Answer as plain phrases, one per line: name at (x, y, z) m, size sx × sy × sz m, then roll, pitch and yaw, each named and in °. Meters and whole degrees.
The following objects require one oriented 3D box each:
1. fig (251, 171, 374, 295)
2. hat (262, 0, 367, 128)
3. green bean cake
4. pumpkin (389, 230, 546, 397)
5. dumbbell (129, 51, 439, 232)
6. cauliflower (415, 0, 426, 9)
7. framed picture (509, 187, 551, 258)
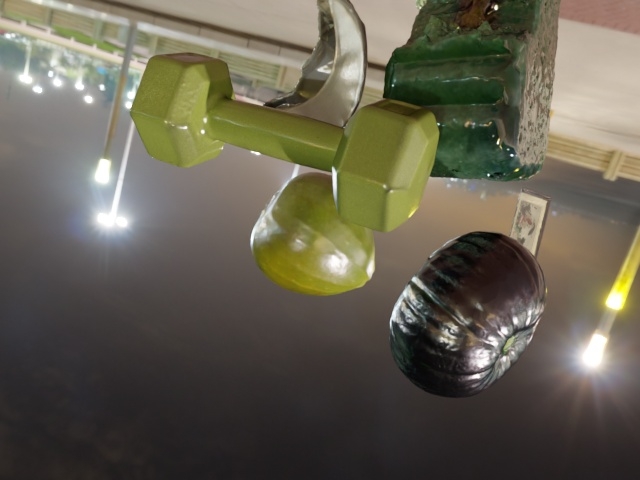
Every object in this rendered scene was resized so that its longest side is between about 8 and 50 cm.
fig at (0.000, 0.000, 1.311) m, size 0.316 × 0.316 × 0.316 m, roll 15°, pitch -169°, yaw -3°
hat at (0.024, -0.220, 0.773) m, size 0.149 × 0.214 × 0.244 m, roll 8°, pitch -142°, yaw -41°
green bean cake at (0.206, -0.233, 0.710) m, size 0.169 × 0.308 × 0.300 m, roll 7°, pitch -172°, yaw 29°
pumpkin at (0.163, 0.083, 0.617) m, size 0.140 × 0.202 × 0.202 m, roll 36°, pitch -159°, yaw 36°
dumbbell at (-0.042, -0.104, 0.533) m, size 0.302 × 0.108 × 0.121 m, roll 19°, pitch -153°, yaw 20°
cauliflower at (0.227, -0.560, 1.032) m, size 0.281 × 0.327 × 0.260 m, roll -20°, pitch 159°, yaw 26°
framed picture at (0.525, -0.027, 1.380) m, size 0.195 × 0.199 × 0.010 m, roll 7°, pitch -173°, yaw -46°
